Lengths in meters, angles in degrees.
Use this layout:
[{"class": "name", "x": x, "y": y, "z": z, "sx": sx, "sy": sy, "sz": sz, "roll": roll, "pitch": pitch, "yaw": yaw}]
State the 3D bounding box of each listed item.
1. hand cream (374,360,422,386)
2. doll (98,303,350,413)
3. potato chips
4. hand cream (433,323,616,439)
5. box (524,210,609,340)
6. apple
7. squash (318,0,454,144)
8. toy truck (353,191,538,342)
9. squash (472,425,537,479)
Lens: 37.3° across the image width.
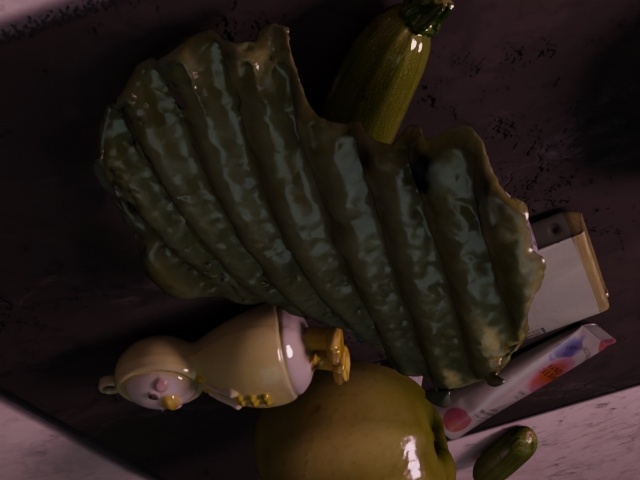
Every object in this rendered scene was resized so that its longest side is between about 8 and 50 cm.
[{"class": "hand cream", "x": 0.104, "y": 0.270, "z": 1.488, "sx": 0.121, "sy": 0.076, "sz": 0.336, "roll": -16, "pitch": 145, "yaw": -7}, {"class": "doll", "x": -0.114, "y": 0.150, "z": 1.102, "sx": 0.296, "sy": 0.117, "sz": 0.141, "roll": -16, "pitch": 149, "yaw": 3}, {"class": "potato chips", "x": -0.002, "y": 0.005, "z": 0.804, "sx": 0.373, "sy": 0.097, "sz": 0.389, "roll": 23, "pitch": 150, "yaw": 11}, {"class": "hand cream", "x": 0.297, "y": 0.226, "z": 1.488, "sx": 0.340, "sy": 0.078, "sz": 0.124, "roll": -32, "pitch": 147, "yaw": 20}, {"class": "box", "x": 0.248, "y": 0.061, "z": 1.187, "sx": 0.210, "sy": 0.045, "sz": 0.270, "roll": -23, "pitch": 151, "yaw": 15}, {"class": "apple", "x": 0.039, "y": 0.292, "z": 1.277, "sx": 0.279, "sy": 0.279, "sz": 0.279, "roll": -11, "pitch": 151, "yaw": -6}, {"class": "squash", "x": 0.036, "y": -0.108, "z": 0.768, "sx": 0.066, "sy": 0.066, "sz": 0.252, "roll": -4, "pitch": 149, "yaw": -19}, {"class": "toy truck", "x": 0.105, "y": 0.016, "z": 0.983, "sx": 0.215, "sy": 0.110, "sz": 0.116, "roll": -26, "pitch": 138, "yaw": 22}, {"class": "squash", "x": 0.360, "y": 0.430, "z": 1.872, "sx": 0.069, "sy": 0.069, "sz": 0.239, "roll": -3, "pitch": 149, "yaw": -20}]
